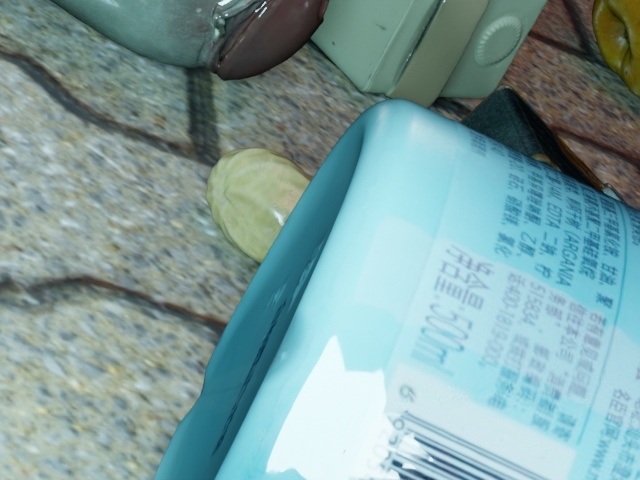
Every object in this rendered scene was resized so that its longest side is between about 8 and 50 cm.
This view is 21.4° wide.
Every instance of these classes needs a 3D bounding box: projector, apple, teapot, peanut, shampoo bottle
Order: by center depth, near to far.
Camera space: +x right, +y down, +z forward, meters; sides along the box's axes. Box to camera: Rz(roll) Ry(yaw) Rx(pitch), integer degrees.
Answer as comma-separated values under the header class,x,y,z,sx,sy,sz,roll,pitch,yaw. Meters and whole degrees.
class,x,y,z,sx,sy,sz,roll,pitch,yaw
shampoo bottle,0.106,0.141,0.848,0.343,0.331,0.331,27,30,-7
peanut,0.000,0.000,1.221,0.187,0.082,0.082,31,29,-6
teapot,-0.116,-0.273,1.389,0.312,0.233,0.315,42,26,1
projector,0.079,-0.236,1.567,0.177,0.163,0.242,-1,39,-43
apple,0.395,-0.243,1.834,0.173,0.195,0.160,-20,24,-18

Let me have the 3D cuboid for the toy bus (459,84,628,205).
class,x,y,z,sx,sy,sz,roll,pitch,yaw
toy bus,0.149,0.003,1.208,0.167,0.138,0.275,45,13,-14
